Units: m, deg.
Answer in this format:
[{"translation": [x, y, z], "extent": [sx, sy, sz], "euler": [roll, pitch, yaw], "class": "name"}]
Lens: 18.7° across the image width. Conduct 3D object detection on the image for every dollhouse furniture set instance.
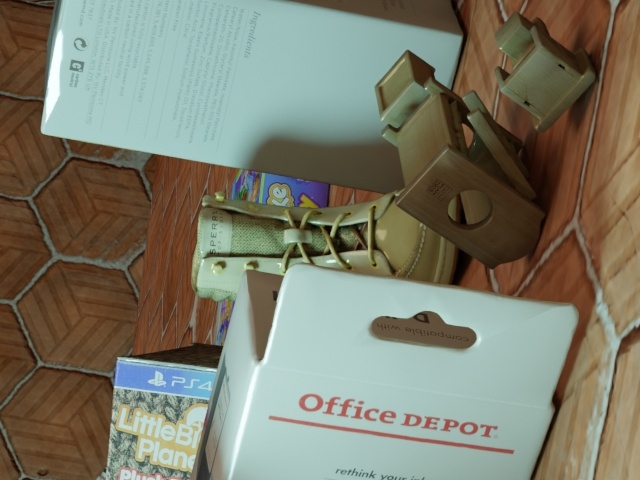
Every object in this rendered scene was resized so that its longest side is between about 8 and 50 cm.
[{"translation": [0.135, -0.100, 1.401], "extent": [0.161, 0.101, 0.182], "euler": [-48, 23, 23], "class": "dollhouse furniture set"}]

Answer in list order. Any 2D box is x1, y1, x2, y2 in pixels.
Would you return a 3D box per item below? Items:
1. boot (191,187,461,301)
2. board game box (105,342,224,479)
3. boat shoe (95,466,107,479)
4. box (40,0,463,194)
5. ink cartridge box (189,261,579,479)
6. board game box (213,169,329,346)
[{"translation": [0.000, 0.000, 1.610], "extent": [0.262, 0.203, 0.095], "euler": [127, 151, -69], "class": "boot"}, {"translation": [-0.101, 0.252, 1.816], "extent": [0.232, 0.141, 0.291], "euler": [-3, -81, -76], "class": "board game box"}, {"translation": [-0.153, 0.303, 2.246], "extent": [0.119, 0.121, 0.335], "euler": [-54, -22, -8], "class": "boat shoe"}, {"translation": [-0.068, -0.182, 1.758], "extent": [0.215, 0.345, 0.168], "euler": [-100, 22, -62], "class": "box"}, {"translation": [0.026, 0.148, 1.319], "extent": [0.119, 0.207, 0.353], "euler": [-100, 23, -59], "class": "ink cartridge box"}, {"translation": [-0.061, 0.050, 2.236], "extent": [0.233, 0.078, 0.347], "euler": [121, 157, -63], "class": "board game box"}]
